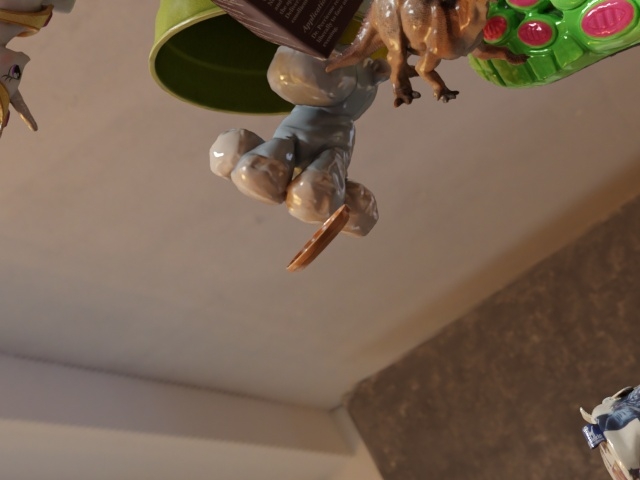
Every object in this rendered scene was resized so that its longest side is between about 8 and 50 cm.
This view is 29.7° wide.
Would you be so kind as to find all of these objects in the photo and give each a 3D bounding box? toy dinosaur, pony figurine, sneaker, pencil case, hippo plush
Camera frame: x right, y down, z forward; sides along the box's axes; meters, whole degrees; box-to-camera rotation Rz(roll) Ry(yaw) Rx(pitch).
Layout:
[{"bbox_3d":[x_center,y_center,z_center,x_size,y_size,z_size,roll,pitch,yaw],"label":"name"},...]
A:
[{"bbox_3d":[0.130,-0.285,1.501,0.296,0.200,0.127,1,33,39],"label":"toy dinosaur"},{"bbox_3d":[-0.456,-0.353,1.553,0.351,0.363,0.303,31,-19,-26],"label":"pony figurine"},{"bbox_3d":[0.398,-0.323,1.684,0.202,0.185,0.483,-10,3,-45],"label":"sneaker"},{"bbox_3d":[0.573,0.207,1.701,0.410,0.183,0.160,-36,-24,9],"label":"pencil case"},{"bbox_3d":[0.018,-0.152,1.668,0.294,0.234,0.236,12,-75,-52],"label":"hippo plush"}]

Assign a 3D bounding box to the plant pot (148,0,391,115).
[{"bbox_3d":[-0.081,-0.425,1.838,0.366,0.353,0.366,-3,-17,-1],"label":"plant pot"}]

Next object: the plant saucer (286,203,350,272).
[{"bbox_3d":[0.000,0.000,1.134,0.083,0.013,0.083,-48,3,3],"label":"plant saucer"}]

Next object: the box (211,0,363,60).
[{"bbox_3d":[-0.057,-0.331,1.330,0.203,0.167,0.168,33,-90,-34],"label":"box"}]
